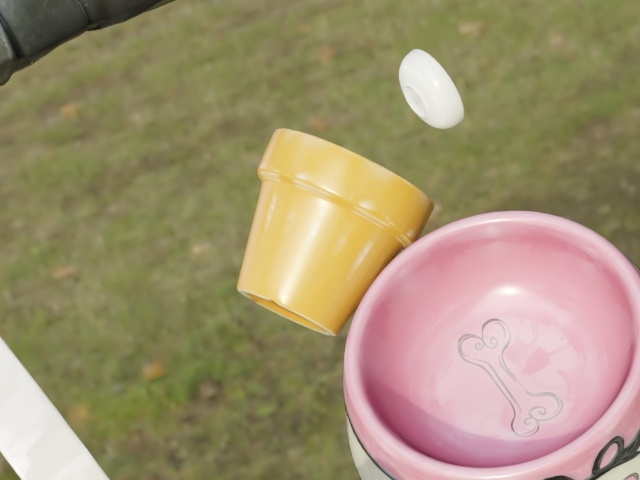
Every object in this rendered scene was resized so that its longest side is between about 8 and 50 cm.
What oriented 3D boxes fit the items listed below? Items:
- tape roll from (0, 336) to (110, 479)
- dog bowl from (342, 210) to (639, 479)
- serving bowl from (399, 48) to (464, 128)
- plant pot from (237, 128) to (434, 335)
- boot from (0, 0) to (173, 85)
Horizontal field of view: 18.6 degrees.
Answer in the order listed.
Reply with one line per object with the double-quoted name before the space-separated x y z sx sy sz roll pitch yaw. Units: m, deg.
"tape roll" -0.282 0.233 2.051 0.072 0.392 0.392 -38 21 -11
"dog bowl" 0.207 0.144 2.147 0.408 0.150 0.408 -9 55 14
"serving bowl" 0.099 -0.138 1.842 0.027 0.083 0.083 -34 21 -17
"plant pot" 0.000 0.000 2.253 0.205 0.205 0.188 14 77 60
"boot" -0.250 -0.395 1.993 0.445 0.367 0.146 -31 11 -29
